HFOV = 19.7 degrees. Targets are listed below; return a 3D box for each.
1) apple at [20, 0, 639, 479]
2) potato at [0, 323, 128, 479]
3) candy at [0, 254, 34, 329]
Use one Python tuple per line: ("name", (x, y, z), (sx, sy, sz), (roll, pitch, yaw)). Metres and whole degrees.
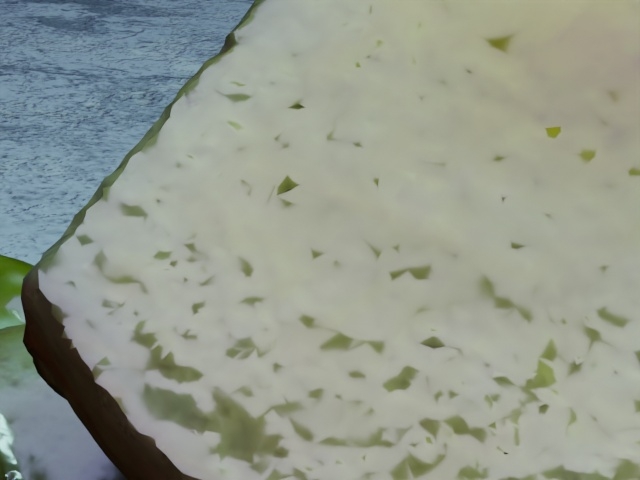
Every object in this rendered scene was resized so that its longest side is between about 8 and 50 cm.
("apple", (0.101, 0.031, 0.585), (0.309, 0.252, 0.314), (30, 17, 15))
("potato", (-0.164, 0.153, 0.670), (0.351, 0.218, 0.202), (-11, -16, -24))
("candy", (-0.200, 0.090, 0.956), (0.260, 0.118, 0.260), (4, 21, -2))
